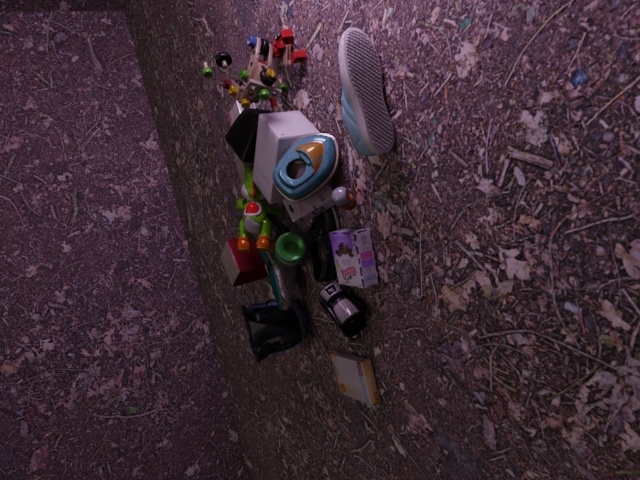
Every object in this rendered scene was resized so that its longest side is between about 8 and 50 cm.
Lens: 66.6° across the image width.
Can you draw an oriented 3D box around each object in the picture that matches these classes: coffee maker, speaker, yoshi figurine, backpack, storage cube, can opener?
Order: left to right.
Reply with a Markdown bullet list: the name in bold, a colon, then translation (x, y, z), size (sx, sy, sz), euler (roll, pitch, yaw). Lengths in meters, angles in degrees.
- **storage cube**: translation (-0.367, 0.096, 2.429), size (0.215, 0.193, 0.184), euler (65, 150, 19)
- **yoshi figurine**: translation (-0.267, -0.132, 2.067), size (0.203, 0.203, 0.362), euler (-8, 80, 53)
- **can opener**: translation (-0.199, -0.072, 2.198), size (0.186, 0.073, 0.059), euler (50, 135, 23)
- **backpack**: translation (-0.192, 0.388, 2.217), size (0.263, 0.213, 0.277), euler (-10, 100, 22)
- **speaker**: translation (-0.123, 0.041, 1.961), size (0.296, 0.131, 0.131), euler (132, 121, -81)
- **coffee maker**: translation (0.077, 0.264, 1.810), size (0.178, 0.120, 0.171), euler (51, 144, 37)

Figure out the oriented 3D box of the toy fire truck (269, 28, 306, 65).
- **toy fire truck**: translation (-0.126, -0.695, 1.787), size (0.192, 0.047, 0.135), euler (-8, 98, 62)

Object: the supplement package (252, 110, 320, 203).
- **supplement package**: translation (-0.135, -0.316, 1.848), size (0.177, 0.175, 0.293), euler (54, 145, 37)

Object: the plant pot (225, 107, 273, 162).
- **plant pot**: translation (-0.258, -0.442, 2.017), size (0.188, 0.187, 0.167), euler (52, 131, 35)

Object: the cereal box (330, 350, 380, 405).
- **cereal box**: translation (0.133, 0.536, 1.913), size (0.240, 0.047, 0.173), euler (-7, 97, 60)

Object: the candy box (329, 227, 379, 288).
- **candy box**: translation (0.116, 0.059, 1.695), size (0.165, 0.070, 0.196), euler (1, 103, 60)

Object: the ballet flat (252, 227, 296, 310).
- **ballet flat**: translation (-0.181, 0.105, 2.160), size (0.409, 0.147, 0.147), euler (66, 150, 24)

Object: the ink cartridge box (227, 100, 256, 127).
- **ink cartridge box**: translation (-0.357, -0.566, 2.229), size (0.198, 0.067, 0.115), euler (-29, 77, 60)

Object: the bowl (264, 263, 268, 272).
- **bowl**: translation (-0.200, 0.173, 2.277), size (0.142, 0.053, 0.142), euler (63, 180, 23)

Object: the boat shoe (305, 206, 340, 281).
- **boat shoe**: translation (-0.002, 0.000, 1.829), size (0.127, 0.113, 0.340), euler (23, 123, 55)

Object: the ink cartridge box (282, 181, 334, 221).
- **ink cartridge box**: translation (-0.034, -0.145, 1.760), size (0.104, 0.180, 0.060), euler (63, -168, 20)

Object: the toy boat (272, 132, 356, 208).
- **toy boat**: translation (-0.006, -0.218, 1.645), size (0.318, 0.148, 0.267), euler (43, 97, 18)

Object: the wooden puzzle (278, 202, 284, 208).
- **wooden puzzle**: translation (-0.175, -0.150, 2.169), size (0.049, 0.006, 0.083), euler (41, 137, 45)

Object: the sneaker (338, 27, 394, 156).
- **sneaker**: translation (0.101, -0.422, 1.433), size (0.150, 0.135, 0.366), euler (-4, 98, 57)

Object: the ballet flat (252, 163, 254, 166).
- **ballet flat**: translation (-0.223, -0.322, 2.108), size (0.203, 0.074, 0.074), euler (35, 132, 48)

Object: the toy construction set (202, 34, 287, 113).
- **toy construction set**: translation (-0.221, -0.544, 1.766), size (0.257, 0.309, 0.237), euler (-29, 60, 18)

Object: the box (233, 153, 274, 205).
- **box**: translation (-0.299, -0.280, 2.221), size (0.094, 0.113, 0.275), euler (-20, 84, 61)
